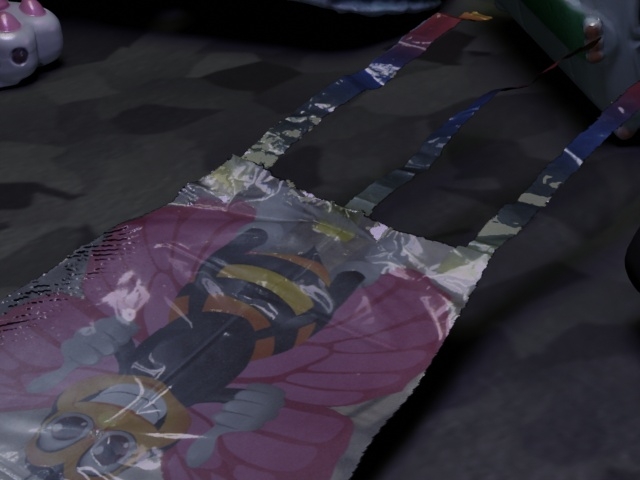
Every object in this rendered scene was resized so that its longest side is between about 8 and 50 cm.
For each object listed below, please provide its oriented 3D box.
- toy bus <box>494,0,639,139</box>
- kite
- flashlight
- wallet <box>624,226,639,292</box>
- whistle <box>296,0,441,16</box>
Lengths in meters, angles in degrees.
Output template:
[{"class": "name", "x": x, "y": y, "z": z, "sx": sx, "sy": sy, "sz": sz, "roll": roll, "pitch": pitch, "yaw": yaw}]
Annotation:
[{"class": "toy bus", "x": 0.176, "y": -0.162, "z": 0.816, "sx": 0.165, "sy": 0.133, "sz": 0.276, "roll": -13, "pitch": 28, "yaw": -6}, {"class": "kite", "x": -0.001, "y": -0.003, "z": 0.600, "sx": 0.204, "sy": 0.022, "sz": 0.360, "roll": 18, "pitch": 44, "yaw": 36}, {"class": "flashlight", "x": -0.222, "y": -0.145, "z": 0.975, "sx": 0.093, "sy": 0.047, "sz": 0.200, "roll": -12, "pitch": 27, "yaw": -15}, {"class": "wallet", "x": 0.202, "y": 0.051, "z": 0.476, "sx": 0.149, "sy": 0.044, "sz": 0.250, "roll": -5, "pitch": 25, "yaw": -9}, {"class": "whistle", "x": -0.106, "y": -0.233, "z": 1.015, "sx": 0.405, "sy": 0.188, "sz": 0.168, "roll": 47, "pitch": 33, "yaw": 19}]
